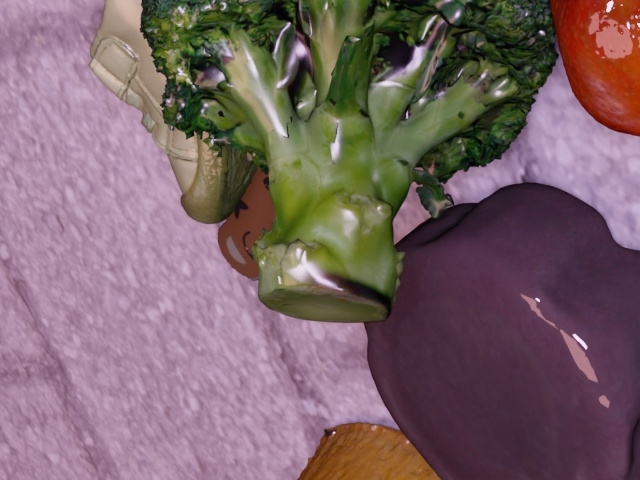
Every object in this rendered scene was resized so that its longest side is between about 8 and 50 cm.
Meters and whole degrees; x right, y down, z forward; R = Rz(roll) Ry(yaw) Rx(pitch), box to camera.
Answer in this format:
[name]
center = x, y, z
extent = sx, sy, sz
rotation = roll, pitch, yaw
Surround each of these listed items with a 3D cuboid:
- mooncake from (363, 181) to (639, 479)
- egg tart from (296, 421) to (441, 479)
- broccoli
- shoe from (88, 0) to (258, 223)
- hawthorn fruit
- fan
[mooncake]
center = 0.145, 0.082, 1.288
extent = 0.245, 0.133, 0.245
rotation = 24, 133, 30
[egg tart]
center = 0.030, 0.265, 1.520
extent = 0.202, 0.147, 0.203
rotation = 25, 131, 32
[broccoli]
center = 0.012, -0.089, 1.175
extent = 0.297, 0.297, 0.297
rotation = 6, 162, 2
[shoe]
center = -0.095, -0.147, 1.364
extent = 0.128, 0.140, 0.262
rotation = 13, 121, 25
[hawthorn fruit]
center = 0.202, -0.125, 1.089
extent = 0.132, 0.133, 0.138
rotation = 13, 135, 38
[fan]
center = 0.000, 0.000, 1.465
extent = 0.226, 0.008, 0.153
rotation = 26, 132, 29
